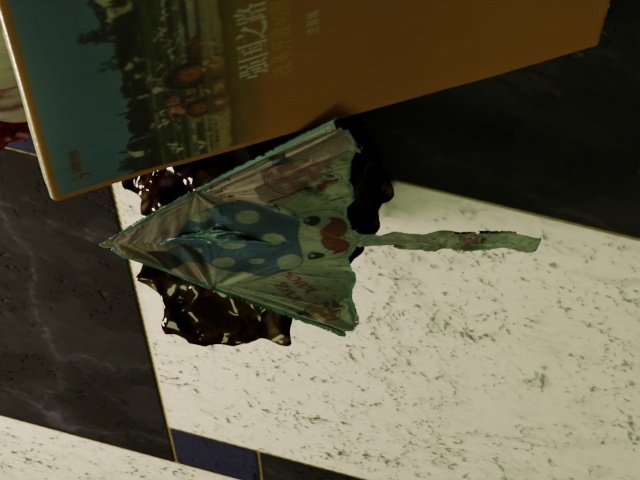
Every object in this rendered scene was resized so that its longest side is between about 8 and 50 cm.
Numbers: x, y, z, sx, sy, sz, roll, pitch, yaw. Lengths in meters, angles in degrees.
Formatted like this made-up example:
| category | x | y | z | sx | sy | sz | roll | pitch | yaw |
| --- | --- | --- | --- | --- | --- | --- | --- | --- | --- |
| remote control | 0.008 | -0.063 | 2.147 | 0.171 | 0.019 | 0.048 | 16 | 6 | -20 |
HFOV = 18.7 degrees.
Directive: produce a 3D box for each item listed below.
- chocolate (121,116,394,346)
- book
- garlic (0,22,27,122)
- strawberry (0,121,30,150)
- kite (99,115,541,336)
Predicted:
| category | x | y | z | sx | sy | sz | roll | pitch | yaw |
| --- | --- | --- | --- | --- | --- | --- | --- | --- | --- |
| chocolate | -0.068 | -0.007 | 1.499 | 0.224 | 0.177 | 0.206 | 19 | 153 | -5 |
| book | 0.004 | -0.139 | 1.134 | 0.374 | 0.028 | 0.262 | -16 | 157 | -8 |
| garlic | -0.187 | -0.226 | 1.165 | 0.253 | 0.245 | 0.245 | 49 | 155 | 11 |
| strawberry | -0.306 | -0.134 | 1.360 | 0.274 | 0.220 | 0.274 | 17 | 156 | 8 |
| kite | 0.000 | 0.000 | 1.369 | 0.314 | 0.011 | 0.335 | -1 | 154 | 0 |
